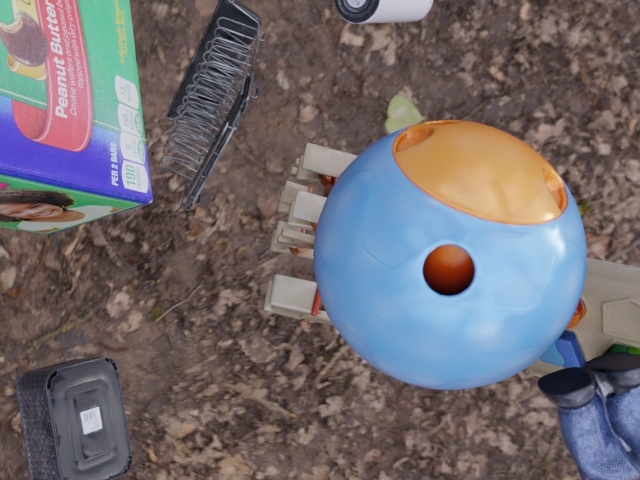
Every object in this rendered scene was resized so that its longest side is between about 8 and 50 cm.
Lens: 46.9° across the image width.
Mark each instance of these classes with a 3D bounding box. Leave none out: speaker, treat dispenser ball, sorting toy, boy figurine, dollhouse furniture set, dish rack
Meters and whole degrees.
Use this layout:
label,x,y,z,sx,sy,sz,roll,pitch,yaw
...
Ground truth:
label,x,y,z,sx,sy,sz,roll,pitch,yaw
speaker,0.070,-0.259,0.784,0.136,0.055,0.055,-25,89,-55
treat dispenser ball,0.136,0.015,0.797,0.288,0.288,0.289,5,77,-21
sorting toy,0.412,0.136,0.975,0.041,0.307,0.229,-46,136,-38
boy figurine,0.307,0.249,0.678,0.177,0.092,0.285,-22,90,-1
dollhouse furniture set,0.000,0.000,1.194,0.135,0.262,0.259,13,75,-9
dish rack,-0.144,-0.178,0.955,0.074,0.208,0.272,21,36,-18

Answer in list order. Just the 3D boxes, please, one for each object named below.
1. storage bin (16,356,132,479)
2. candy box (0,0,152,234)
label,x,y,z,sx,sy,sz,roll,pitch,yaw
storage bin,-0.364,0.272,1.097,0.122,0.084,0.180,-9,90,-52
candy box,-0.263,-0.158,0.444,0.317,0.122,0.269,10,67,-58
